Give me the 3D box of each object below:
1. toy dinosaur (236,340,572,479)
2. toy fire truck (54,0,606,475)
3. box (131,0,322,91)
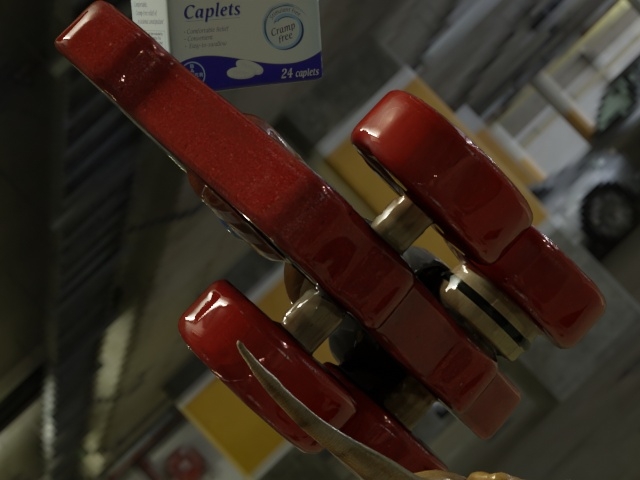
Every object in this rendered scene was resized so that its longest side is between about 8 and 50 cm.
[{"bbox_3d":[0.047,0.119,0.701,0.211,0.112,0.064,52,-131,-54],"label":"toy dinosaur"},{"bbox_3d":[0.000,0.000,0.902,0.169,0.254,0.302,-47,-36,0],"label":"toy fire truck"},{"bbox_3d":[-0.072,-0.183,1.200,0.126,0.137,0.072,-10,11,-27],"label":"box"}]
